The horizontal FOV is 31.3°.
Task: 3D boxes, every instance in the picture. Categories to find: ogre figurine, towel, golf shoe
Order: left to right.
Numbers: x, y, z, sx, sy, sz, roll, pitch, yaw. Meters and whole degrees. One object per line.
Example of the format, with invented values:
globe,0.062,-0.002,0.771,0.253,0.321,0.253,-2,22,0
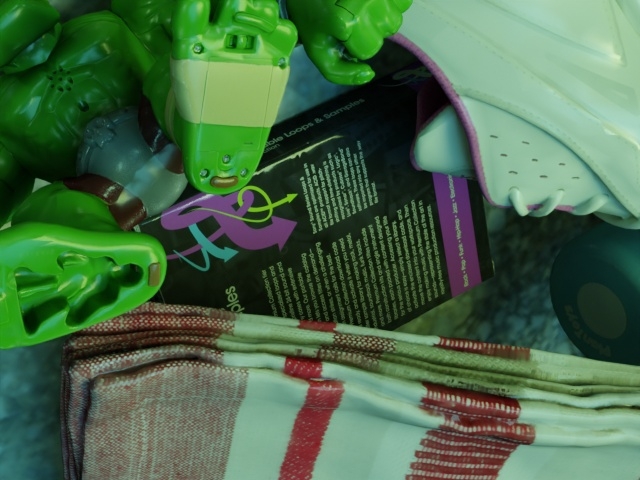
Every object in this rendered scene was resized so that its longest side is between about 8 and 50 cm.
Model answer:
ogre figurine,-0.075,-0.035,0.380,0.097,0.118,0.197,29,97,-36
towel,0.060,0.129,0.466,0.329,0.037,0.237,7,135,-3
golf shoe,0.119,-0.051,0.460,0.306,0.115,0.140,42,101,-8

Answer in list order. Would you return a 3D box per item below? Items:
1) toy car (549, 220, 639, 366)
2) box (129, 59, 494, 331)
toy car,0.243,0.081,0.617,0.219,0.210,0.238,-28,142,-31
box,0.000,0.000,0.509,0.162,0.029,0.116,-27,127,-19
